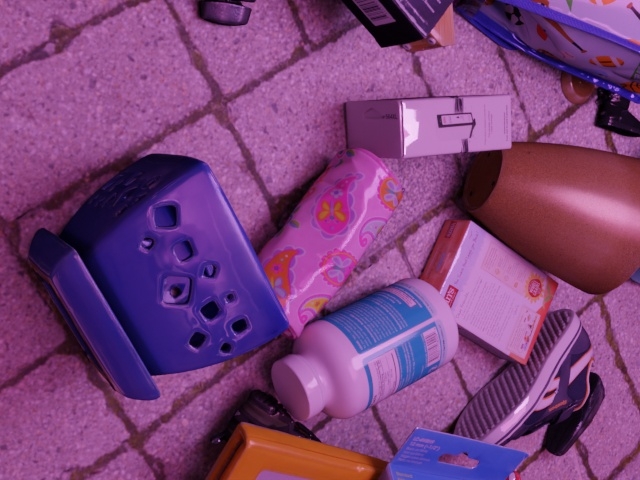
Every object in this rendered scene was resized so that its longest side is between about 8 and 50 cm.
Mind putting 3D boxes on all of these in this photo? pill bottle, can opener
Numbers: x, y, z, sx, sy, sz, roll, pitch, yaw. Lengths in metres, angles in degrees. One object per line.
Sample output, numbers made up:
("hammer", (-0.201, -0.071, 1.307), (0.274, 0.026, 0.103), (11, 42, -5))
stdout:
("pill bottle", (0.062, 0.163, 1.280), (0.264, 0.146, 0.146), (-22, 105, -31))
("can opener", (-0.168, -0.332, 1.156), (0.186, 0.059, 0.073), (6, 92, -32))

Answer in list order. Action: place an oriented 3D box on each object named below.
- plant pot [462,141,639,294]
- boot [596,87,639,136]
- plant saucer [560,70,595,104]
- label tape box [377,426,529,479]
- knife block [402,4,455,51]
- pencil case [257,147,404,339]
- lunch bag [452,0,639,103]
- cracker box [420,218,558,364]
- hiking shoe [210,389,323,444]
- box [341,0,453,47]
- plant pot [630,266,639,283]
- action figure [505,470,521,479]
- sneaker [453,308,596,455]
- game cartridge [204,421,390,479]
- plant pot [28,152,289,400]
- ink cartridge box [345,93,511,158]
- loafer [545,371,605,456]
("plant pot", (0.368, -0.062, 1.428), (0.254, 0.237, 0.237), (19, 85, -15))
("boot", (0.552, -0.245, 1.607), (0.121, 0.045, 0.099), (12, 86, -30))
("plant saucer", (0.459, -0.282, 1.563), (0.083, 0.015, 0.083), (-3, 96, -31))
("label tape box", (0.156, 0.452, 1.271), (0.249, 0.115, 0.347), (21, 108, -36))
("knife block", (0.138, -0.452, 1.311), (0.276, 0.088, 0.242), (40, 75, -27))
("pencil case", (0.000, 0.000, 1.251), (0.124, 0.124, 0.284), (44, 72, -26))
("lunch bag", (0.432, -0.443, 1.399), (0.385, 0.239, 0.327), (22, 84, -3))
("cracker box", (0.272, 0.086, 1.454), (0.232, 0.067, 0.155), (32, 77, -30))
("hiking shoe", (-0.058, 0.317, 1.280), (0.114, 0.086, 0.227), (-42, 113, -2))
("box", (0.120, -0.390, 1.192), (0.153, 0.108, 0.207), (44, 72, -26))
("plant pot", (0.705, -0.050, 1.588), (0.293, 0.293, 0.235), (14, 72, -31))
("action figure", (0.248, 0.467, 1.439), (0.280, 0.139, 0.091), (-31, 110, -28))
("sneaker", (0.361, 0.266, 1.489), (0.321, 0.126, 0.127), (-44, 109, -22))
("game cartridge", (-0.042, 0.413, 1.247), (0.324, 0.052, 0.285), (23, 105, -30))
("plant pot", (-0.210, 0.045, 1.070), (0.212, 0.236, 0.236), (-32, 111, -18))
("ink cartridge box", (0.159, -0.171, 1.315), (0.203, 0.148, 0.086), (-8, 101, -29))
("loafer", (0.468, 0.322, 1.598), (0.170, 0.062, 0.061), (-52, 122, -15))
